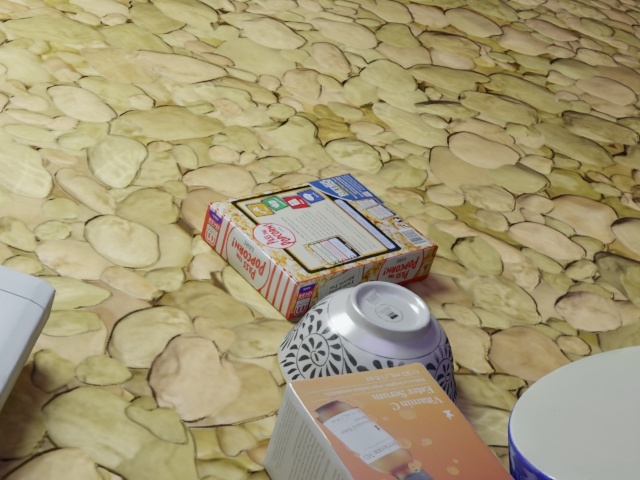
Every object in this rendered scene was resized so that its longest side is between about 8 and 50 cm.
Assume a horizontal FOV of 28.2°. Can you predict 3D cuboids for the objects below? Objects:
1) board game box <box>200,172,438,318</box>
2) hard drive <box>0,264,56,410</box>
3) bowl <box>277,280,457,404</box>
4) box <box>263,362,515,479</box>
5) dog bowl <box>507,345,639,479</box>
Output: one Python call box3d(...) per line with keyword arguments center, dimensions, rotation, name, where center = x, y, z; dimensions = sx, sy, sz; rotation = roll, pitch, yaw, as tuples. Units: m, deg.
box3d(center=(0.000, 0.000, 1.286), dimensions=(0.193, 0.045, 0.147), rotation=(-13, 42, -40), name="board game box")
box3d(center=(-0.349, 0.103, 0.890), dimensions=(0.233, 0.047, 0.353), rotation=(19, 31, -4), name="hard drive")
box3d(center=(0.053, 0.089, 1.138), dimensions=(0.170, 0.080, 0.170), rotation=(13, 31, -8), name="bowl")
box3d(center=(0.056, 0.187, 0.973), dimensions=(0.130, 0.091, 0.170), rotation=(-5, 37, -31), name="box")
box3d(center=(0.278, 0.180, 0.981), dimensions=(0.265, 0.104, 0.265), rotation=(-8, 19, 3), name="dog bowl")
